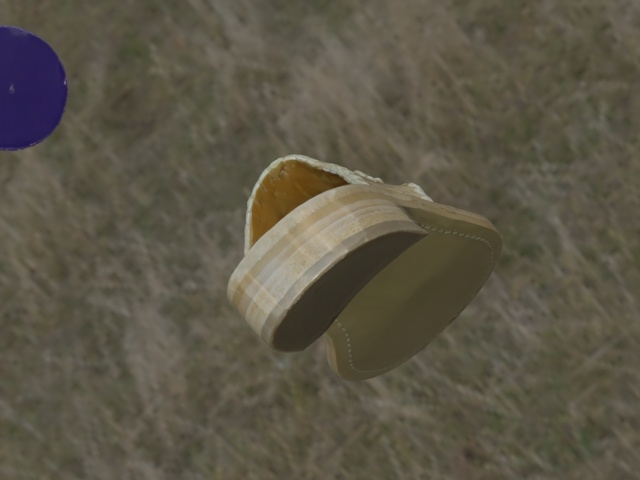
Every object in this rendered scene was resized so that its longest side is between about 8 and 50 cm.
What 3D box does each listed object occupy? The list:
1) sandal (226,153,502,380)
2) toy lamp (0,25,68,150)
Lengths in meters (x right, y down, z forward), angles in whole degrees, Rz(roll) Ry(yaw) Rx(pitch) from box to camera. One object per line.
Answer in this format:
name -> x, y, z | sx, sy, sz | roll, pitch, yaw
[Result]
sandal -> 0.005, -0.005, 0.666 | 0.088, 0.079, 0.240 | -44, -14, 7
toy lamp -> -0.242, -0.076, 1.081 | 0.080, 0.080, 0.275 | -55, 21, -20
